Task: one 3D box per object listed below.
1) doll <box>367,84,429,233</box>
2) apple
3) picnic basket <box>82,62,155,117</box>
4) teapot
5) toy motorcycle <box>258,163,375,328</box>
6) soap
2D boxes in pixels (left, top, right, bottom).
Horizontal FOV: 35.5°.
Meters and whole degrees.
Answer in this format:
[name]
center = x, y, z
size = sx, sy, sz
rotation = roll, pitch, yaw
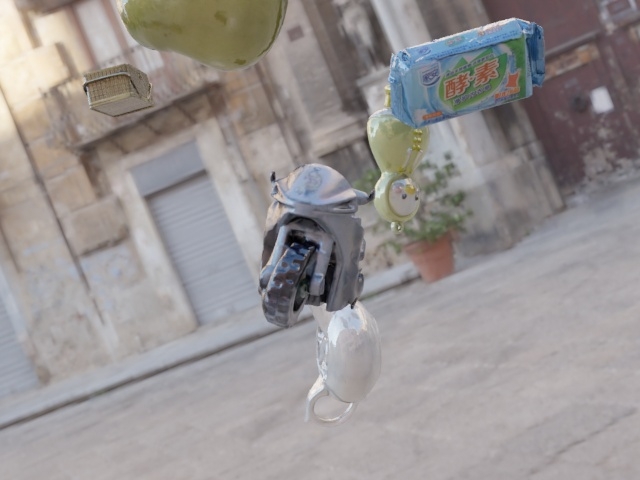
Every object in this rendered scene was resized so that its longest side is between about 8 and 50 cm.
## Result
[doll]
center = 0.162, -0.162, 2.022
size = 0.117, 0.296, 0.141
rotation = -10, -9, 44
[apple]
center = -0.173, -0.385, 1.531
size = 0.262, 0.262, 0.262
rotation = -22, 0, 0
[picnic basket]
center = -0.454, -0.337, 2.262
size = 0.115, 0.079, 0.164
rotation = -13, -3, 10
[teapot]
center = 0.038, 0.222, 1.934
size = 0.139, 0.298, 0.204
rotation = -4, 11, -13
[toy motorcycle]
center = 0.000, 0.000, 1.016
size = 0.106, 0.159, 0.270
rotation = 12, 7, 12
[soap]
center = 0.270, -0.308, 1.840
size = 0.293, 0.156, 0.077
rotation = -17, 45, -3
